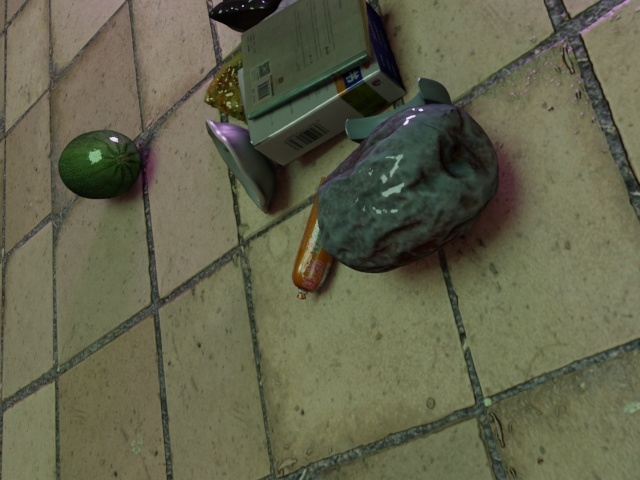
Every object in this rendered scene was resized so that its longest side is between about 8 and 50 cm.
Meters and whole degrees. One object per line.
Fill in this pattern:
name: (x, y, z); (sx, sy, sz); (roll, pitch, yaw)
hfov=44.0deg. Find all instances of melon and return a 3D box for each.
melon: (-0.581, -0.196, 2.068); (0.288, 0.182, 0.182); (-2, 76, 44)

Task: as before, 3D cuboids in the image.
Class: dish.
dish: (-0.146, -0.168, 1.638); (0.081, 0.229, 0.229); (-35, 47, -8)

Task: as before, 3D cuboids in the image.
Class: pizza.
pizza: (-0.175, -0.347, 1.790); (0.292, 0.058, 0.197); (-20, 64, 40)

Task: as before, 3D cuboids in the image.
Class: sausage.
sausage: (0.000, 0.000, 1.492); (0.071, 0.071, 0.234); (17, 90, 47)

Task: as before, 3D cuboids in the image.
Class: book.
book: (-0.036, -0.369, 1.494); (0.283, 0.025, 0.214); (-20, 62, 30)

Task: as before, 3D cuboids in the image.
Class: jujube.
jujube: (0.130, -0.070, 1.269); (0.308, 0.215, 0.246); (-33, 18, 49)

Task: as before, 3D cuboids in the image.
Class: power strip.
power strip: (0.139, -0.209, 1.369); (0.216, 0.137, 0.044); (-25, 67, 44)

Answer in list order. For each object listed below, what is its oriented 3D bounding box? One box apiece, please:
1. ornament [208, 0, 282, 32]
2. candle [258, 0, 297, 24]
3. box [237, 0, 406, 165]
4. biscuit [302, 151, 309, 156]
ornament: (-0.121, -0.611, 1.801); (0.251, 0.106, 0.260); (8, 78, 44)
candle: (-0.052, -0.439, 1.651); (0.192, 0.068, 0.168); (-48, 44, -2)
box: (-0.006, -0.307, 1.534); (0.300, 0.106, 0.200); (-27, 60, 24)
biscuit: (-0.052, -0.289, 1.661); (0.184, 0.035, 0.248); (-9, 71, 40)
